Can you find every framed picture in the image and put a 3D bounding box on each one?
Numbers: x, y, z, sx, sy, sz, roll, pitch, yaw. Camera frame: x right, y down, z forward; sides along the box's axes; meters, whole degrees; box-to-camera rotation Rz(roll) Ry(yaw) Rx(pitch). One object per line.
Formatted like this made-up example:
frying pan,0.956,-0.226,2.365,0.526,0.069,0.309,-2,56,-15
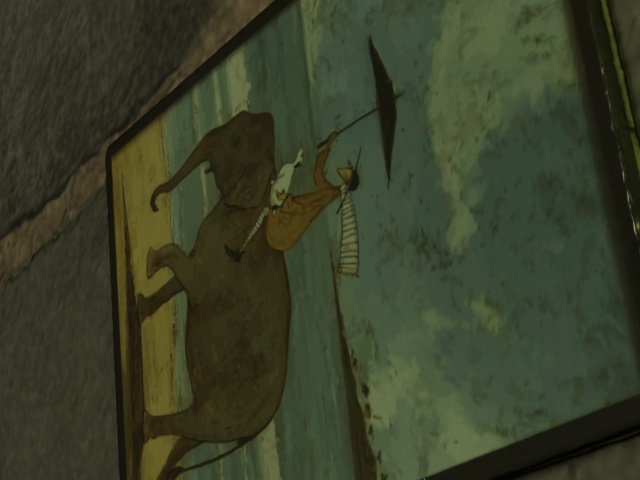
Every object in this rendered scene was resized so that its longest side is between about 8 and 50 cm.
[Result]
framed picture,0.000,0.000,0.603,0.347,0.016,0.265,-31,56,44
